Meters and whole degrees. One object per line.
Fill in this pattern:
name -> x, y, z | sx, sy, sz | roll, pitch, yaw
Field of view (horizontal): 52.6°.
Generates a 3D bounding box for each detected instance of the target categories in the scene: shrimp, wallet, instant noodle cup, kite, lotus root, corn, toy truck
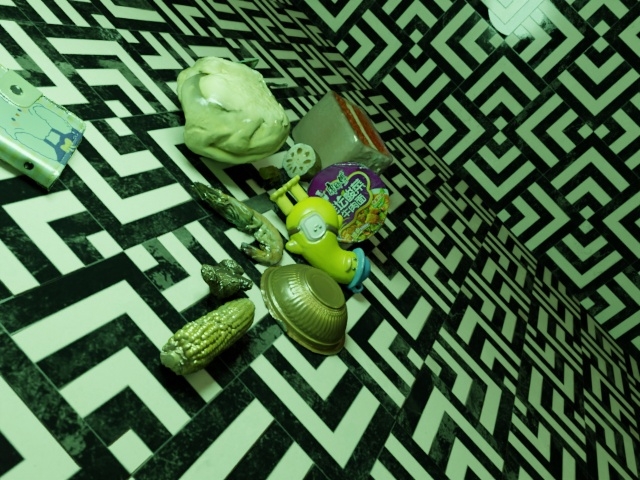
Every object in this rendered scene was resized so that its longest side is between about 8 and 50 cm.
shrimp -> -0.200, -0.037, 1.599 | 0.296, 0.058, 0.169 | 32, 30, -34
wallet -> -0.619, -0.250, 1.246 | 0.309, 0.077, 0.223 | 36, 29, -23
instant noodle cup -> -0.015, 0.140, 1.567 | 0.274, 0.091, 0.274 | 35, 27, -20
kite -> -0.253, -0.485, 1.964 | 0.314, 0.335, 0.012 | 2, 80, -22
lotus root -> -0.051, -0.248, 2.069 | 0.081, 0.112, 0.122 | 23, 31, -50
corn -> -0.203, 0.174, 1.232 | 0.086, 0.086, 0.288 | 47, 24, 5
toy truck -> -0.155, -0.190, 1.892 | 0.049, 0.054, 0.083 | 49, 24, 9
instant noodle cup -> 0.087, -0.134, 1.980 | 0.251, 0.251, 0.190 | 42, 17, -7

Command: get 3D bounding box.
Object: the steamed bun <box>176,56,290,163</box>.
steamed bun -> -0.252, -0.334, 1.754 | 0.324, 0.230, 0.372 | 30, 27, -28

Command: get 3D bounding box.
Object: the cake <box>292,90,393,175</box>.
cake -> 0.075, -0.331, 2.254 | 0.237, 0.230, 0.309 | 14, 39, -46

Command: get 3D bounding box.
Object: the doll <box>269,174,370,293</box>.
doll -> 0.000, 0.000, 1.777 | 0.199, 0.145, 0.363 | -40, 95, -26

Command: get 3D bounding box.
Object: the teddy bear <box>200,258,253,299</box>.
teddy bear -> -0.205, 0.088, 1.382 | 0.119, 0.078, 0.160 | 21, 10, -1
